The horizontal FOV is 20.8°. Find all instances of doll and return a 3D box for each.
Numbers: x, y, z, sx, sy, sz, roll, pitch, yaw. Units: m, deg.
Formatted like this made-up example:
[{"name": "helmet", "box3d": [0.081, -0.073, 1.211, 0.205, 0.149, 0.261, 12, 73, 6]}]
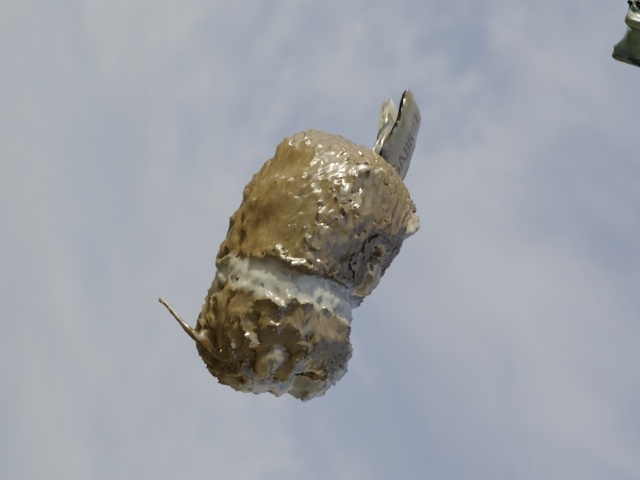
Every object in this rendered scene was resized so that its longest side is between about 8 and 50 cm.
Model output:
[{"name": "doll", "box3d": [0.003, -0.004, 1.063, 0.115, 0.221, 0.105, 38, -13, -15]}]

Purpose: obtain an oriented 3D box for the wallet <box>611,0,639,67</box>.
[{"name": "wallet", "box3d": [0.332, -0.134, 1.337, 0.202, 0.141, 0.059, 30, -62, 19]}]
